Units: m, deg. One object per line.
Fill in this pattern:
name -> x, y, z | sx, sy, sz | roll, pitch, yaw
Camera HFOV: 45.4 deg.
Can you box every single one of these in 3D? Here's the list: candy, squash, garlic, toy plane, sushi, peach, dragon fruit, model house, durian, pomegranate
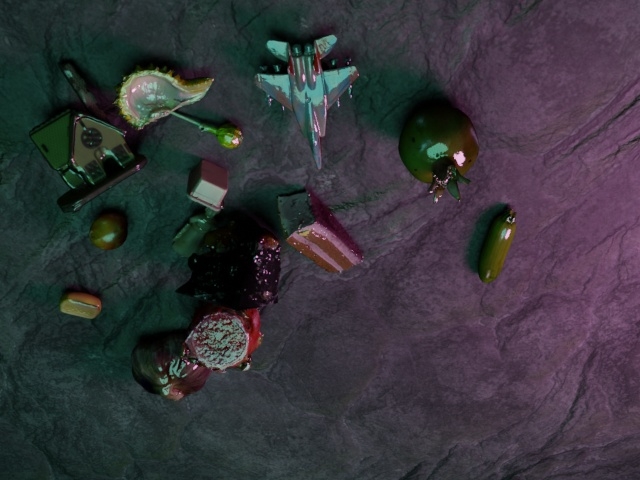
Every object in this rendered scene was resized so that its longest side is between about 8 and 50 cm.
candy -> -0.269, -0.264, 1.746 | 0.194, 0.058, 0.062 | 22, 163, -7
squash -> 0.454, 0.024, 1.985 | 0.069, 0.069, 0.258 | 4, 134, -2
garlic -> -0.449, 0.390, 2.292 | 0.245, 0.160, 0.245 | 1, 133, 1
toy plane -> -0.022, -0.295, 1.668 | 0.223, 0.104, 0.326 | -4, 138, 6
sushi -> -0.198, 0.058, 1.916 | 0.215, 0.212, 0.227 | 11, -178, 34
peach -> -0.534, -0.021, 1.941 | 0.101, 0.100, 0.100 | 1, 134, 1
dragon fruit -> -0.276, 0.276, 2.138 | 0.282, 0.147, 0.211 | -35, 109, 4
model house -> -0.555, -0.234, 1.688 | 0.218, 0.205, 0.278 | -36, 111, -14
durian -> -0.339, -0.330, 1.664 | 0.224, 0.078, 0.140 | -13, 121, -1
pomegranate -> 0.265, -0.188, 1.681 | 0.182, 0.224, 0.181 | -5, 139, -4

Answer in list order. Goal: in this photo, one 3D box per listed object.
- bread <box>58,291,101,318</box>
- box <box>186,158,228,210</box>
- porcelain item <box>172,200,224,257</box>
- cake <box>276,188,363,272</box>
bread -> -0.677, 0.176, 2.164 | 0.115, 0.056, 0.082 | 16, 136, -20
box -> -0.264, -0.135, 1.818 | 0.089, 0.122, 0.062 | 26, 116, -21
porcelain item -> -0.304, -0.040, 1.949 | 0.084, 0.054, 0.213 | 22, 131, -22
cake -> 0.000, 0.000, 1.955 | 0.116, 0.112, 0.295 | -22, 135, 23
